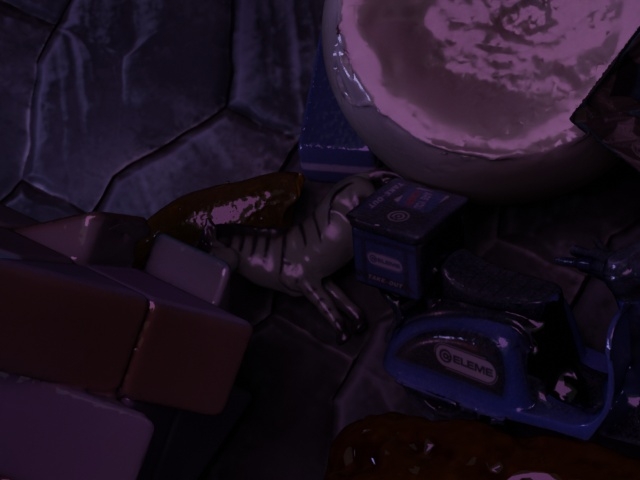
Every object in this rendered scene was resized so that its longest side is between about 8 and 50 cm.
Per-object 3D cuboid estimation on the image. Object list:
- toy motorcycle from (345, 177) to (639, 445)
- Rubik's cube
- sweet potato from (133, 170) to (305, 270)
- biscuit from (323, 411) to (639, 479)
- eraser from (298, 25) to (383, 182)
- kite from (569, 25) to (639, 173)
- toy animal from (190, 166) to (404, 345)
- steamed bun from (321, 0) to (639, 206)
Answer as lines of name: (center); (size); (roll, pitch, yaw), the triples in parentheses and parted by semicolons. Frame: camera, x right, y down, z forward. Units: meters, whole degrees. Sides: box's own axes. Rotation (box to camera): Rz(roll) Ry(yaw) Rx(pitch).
toy motorcycle: (0.191, 0.075, 1.409); (0.358, 0.213, 0.125); (16, 37, 32)
Rubik's cube: (-0.275, 0.127, 1.513); (0.387, 0.368, 0.358); (22, 96, 26)
sweet potato: (-0.126, -0.006, 1.651); (0.243, 0.077, 0.077); (-20, 66, 11)
biscuit: (0.108, 0.331, 1.346); (0.342, 0.166, 0.395); (9, 58, 24)
eraser: (0.035, -0.168, 1.667); (0.082, 0.036, 0.225); (4, 74, 22)
kite: (0.375, -0.122, 1.430); (0.368, 0.014, 0.406); (-8, 96, -18)
toy animal: (0.000, 0.001, 1.581); (0.217, 0.073, 0.176); (-43, 84, 0)
steamed bun: (0.164, -0.186, 1.522); (0.324, 0.206, 0.324); (-1, 82, 7)
